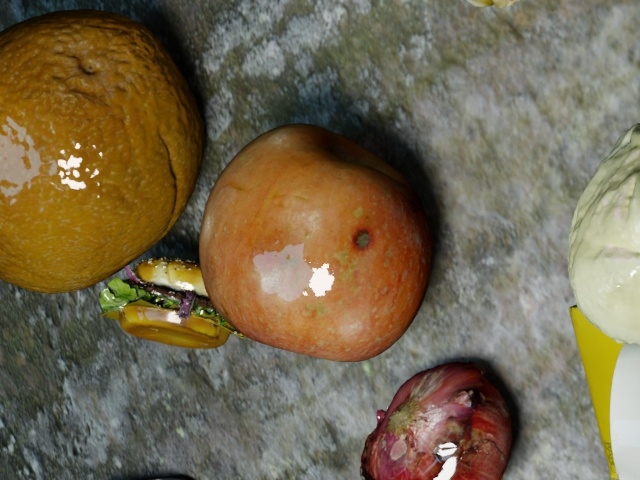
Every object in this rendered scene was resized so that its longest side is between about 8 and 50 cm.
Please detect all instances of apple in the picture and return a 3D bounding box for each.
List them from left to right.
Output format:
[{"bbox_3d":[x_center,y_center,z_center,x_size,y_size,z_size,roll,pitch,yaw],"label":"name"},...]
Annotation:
[{"bbox_3d":[0.000,0.000,1.611,0.253,0.253,0.253,16,113,45],"label":"apple"}]

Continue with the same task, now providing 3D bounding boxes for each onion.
[{"bbox_3d":[0.132,0.217,1.608,0.184,0.147,0.184,-33,40,33],"label":"onion"}]

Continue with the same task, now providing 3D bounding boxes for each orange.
[{"bbox_3d":[-0.303,-0.100,1.867,0.322,0.322,0.357,61,147,16],"label":"orange"}]

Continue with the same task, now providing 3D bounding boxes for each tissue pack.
[{"bbox_3d":[0.303,0.128,1.418,0.120,0.082,0.169,-14,91,50],"label":"tissue pack"}]

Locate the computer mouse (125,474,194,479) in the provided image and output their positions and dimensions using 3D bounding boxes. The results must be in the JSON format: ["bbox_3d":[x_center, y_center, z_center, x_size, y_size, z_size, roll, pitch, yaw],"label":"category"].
[{"bbox_3d":[-0.227,0.374,2.089,0.217,0.073,0.122,-19,87,50],"label":"computer mouse"}]

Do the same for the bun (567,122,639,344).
[{"bbox_3d":[0.296,-0.024,1.258,0.244,0.244,0.153,-8,118,49],"label":"bun"}]

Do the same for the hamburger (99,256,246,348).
[{"bbox_3d":[-0.170,0.072,1.868,0.164,0.189,0.093,-8,68,50],"label":"hamburger"}]

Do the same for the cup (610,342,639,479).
[{"bbox_3d":[0.368,0.162,1.259,0.226,0.185,0.241,-3,133,29],"label":"cup"}]

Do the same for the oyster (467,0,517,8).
[{"bbox_3d":[0.107,-0.385,1.471,0.166,0.110,0.341,4,103,47],"label":"oyster"}]
